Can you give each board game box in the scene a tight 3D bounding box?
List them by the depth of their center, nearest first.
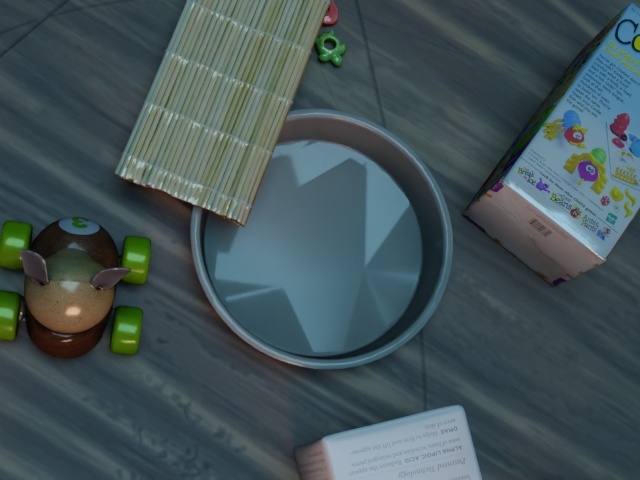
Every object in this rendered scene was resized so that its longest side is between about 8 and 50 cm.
[{"bbox_3d":[0.311,-0.107,1.359,0.144,0.142,0.275,38,72,-1],"label":"board game box"}]

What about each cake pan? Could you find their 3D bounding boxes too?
[{"bbox_3d":[0.000,0.000,1.311,0.293,0.054,0.293,3,76,-11],"label":"cake pan"}]

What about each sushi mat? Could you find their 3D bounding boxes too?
[{"bbox_3d":[-0.099,-0.182,1.302,0.151,0.019,0.317,20,72,-1],"label":"sushi mat"}]

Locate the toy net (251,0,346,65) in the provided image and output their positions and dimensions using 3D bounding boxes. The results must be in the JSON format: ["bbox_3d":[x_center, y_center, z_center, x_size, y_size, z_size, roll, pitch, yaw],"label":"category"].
[{"bbox_3d":[-0.048,-0.307,1.381,0.122,0.045,0.232,-15,80,-14],"label":"toy net"}]

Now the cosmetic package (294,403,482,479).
[{"bbox_3d":[0.077,0.278,1.209,0.151,0.151,0.184,-11,80,-15],"label":"cosmetic package"}]

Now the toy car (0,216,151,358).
[{"bbox_3d":[-0.247,0.034,1.178,0.155,0.188,0.149,7,75,-11],"label":"toy car"}]
